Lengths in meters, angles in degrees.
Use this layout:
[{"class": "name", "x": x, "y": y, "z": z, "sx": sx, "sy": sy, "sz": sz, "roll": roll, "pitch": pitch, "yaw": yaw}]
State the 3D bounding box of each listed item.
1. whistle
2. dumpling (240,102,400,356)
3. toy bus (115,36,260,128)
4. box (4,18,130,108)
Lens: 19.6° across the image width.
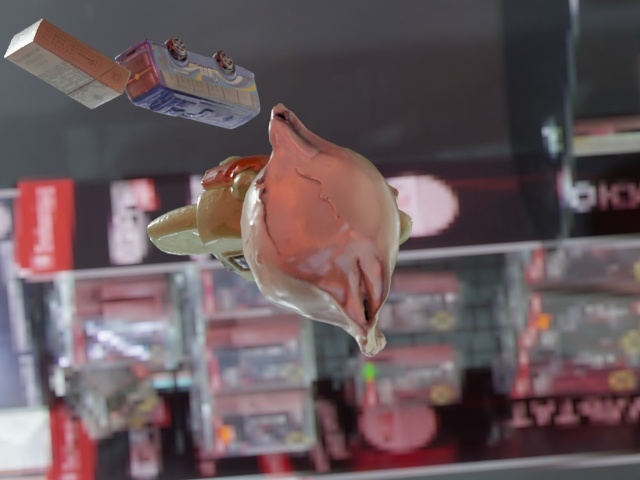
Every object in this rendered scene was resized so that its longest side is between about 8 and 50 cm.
[{"class": "whistle", "x": -0.043, "y": -0.024, "z": 1.693, "sx": 0.131, "sy": 0.288, "sz": 0.106, "roll": 39, "pitch": -125, "yaw": -39}, {"class": "dumpling", "x": 0.000, "y": 0.000, "z": 1.258, "sx": 0.127, "sy": 0.108, "sz": 0.188, "roll": 89, "pitch": 159, "yaw": -69}, {"class": "toy bus", "x": -0.118, "y": -0.143, "z": 1.698, "sx": 0.153, "sy": 0.051, "sz": 0.061, "roll": 10, "pitch": -123, "yaw": -53}, {"class": "box", "x": -0.194, "y": -0.135, "z": 1.428, "sx": 0.053, "sy": 0.083, "sz": 0.024, "roll": -18, "pitch": 46, "yaw": 56}]
